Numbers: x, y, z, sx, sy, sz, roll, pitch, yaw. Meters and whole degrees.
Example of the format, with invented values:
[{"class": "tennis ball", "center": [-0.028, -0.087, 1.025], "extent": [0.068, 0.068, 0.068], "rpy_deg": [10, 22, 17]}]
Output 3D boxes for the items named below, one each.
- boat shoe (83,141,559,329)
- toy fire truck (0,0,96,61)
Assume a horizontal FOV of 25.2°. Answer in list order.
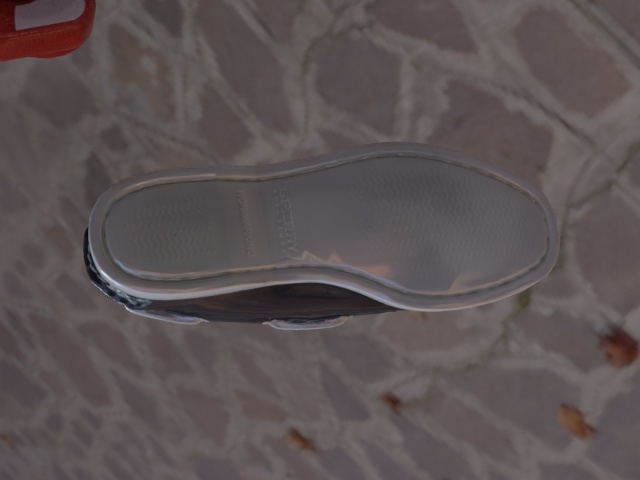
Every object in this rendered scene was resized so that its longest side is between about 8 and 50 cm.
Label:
[{"class": "boat shoe", "center": [0.000, 0.000, 0.929], "extent": [0.303, 0.114, 0.091], "rpy_deg": [4, 164, -10]}, {"class": "toy fire truck", "center": [-0.336, -0.280, 1.272], "extent": [0.302, 0.254, 0.169], "rpy_deg": [65, 155, 23]}]
